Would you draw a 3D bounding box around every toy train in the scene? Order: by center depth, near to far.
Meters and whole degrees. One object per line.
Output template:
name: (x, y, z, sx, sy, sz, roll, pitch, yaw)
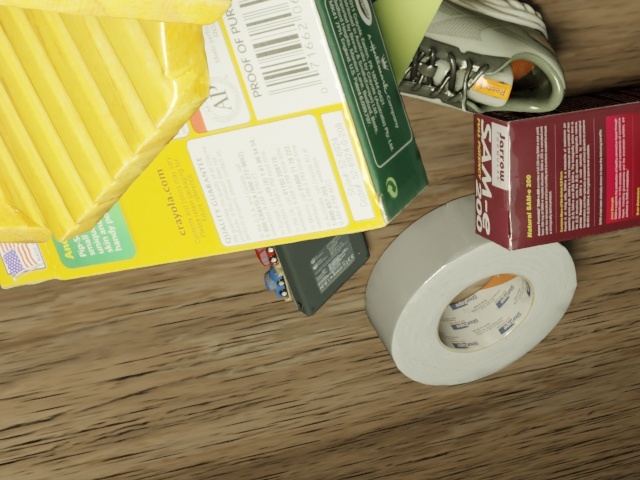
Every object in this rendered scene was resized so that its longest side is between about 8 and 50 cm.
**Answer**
toy train: (-0.046, 0.007, 1.452, 0.036, 0.027, 0.158, -21, 139, -5)

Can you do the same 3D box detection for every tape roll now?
tape roll: (0.160, 0.054, 1.588, 0.219, 0.072, 0.219, -17, 139, -15)

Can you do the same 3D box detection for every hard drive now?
hard drive: (0.000, 0.000, 1.451, 0.094, 0.022, 0.135, -44, 144, -20)

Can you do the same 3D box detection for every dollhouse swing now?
dollhouse swing: (-0.289, -0.126, 0.796, 0.305, 0.315, 0.347, -24, 173, -33)

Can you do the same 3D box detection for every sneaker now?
sneaker: (0.104, -0.164, 1.306, 0.271, 0.108, 0.100, 1, 132, -30)

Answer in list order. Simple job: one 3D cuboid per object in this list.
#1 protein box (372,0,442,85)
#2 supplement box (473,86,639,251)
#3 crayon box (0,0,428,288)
protein box: (-0.027, -0.200, 1.117, 0.136, 0.201, 0.200, 3, 130, -33)
supplement box: (0.272, -0.076, 1.485, 0.239, 0.073, 0.130, -9, 107, -23)
crayon box: (-0.109, -0.092, 1.020, 0.323, 0.083, 0.203, -10, 107, 29)
